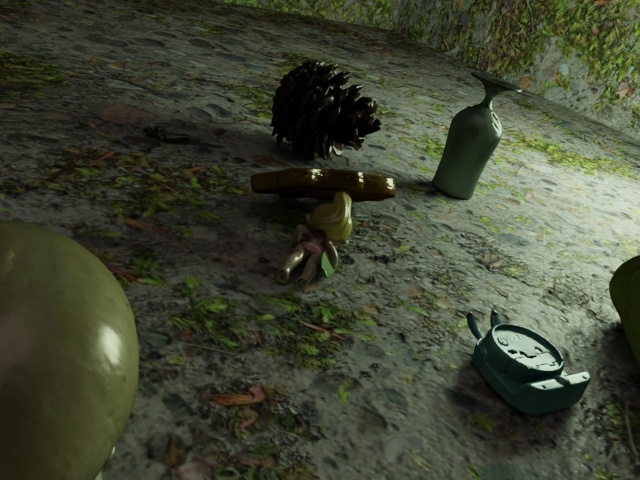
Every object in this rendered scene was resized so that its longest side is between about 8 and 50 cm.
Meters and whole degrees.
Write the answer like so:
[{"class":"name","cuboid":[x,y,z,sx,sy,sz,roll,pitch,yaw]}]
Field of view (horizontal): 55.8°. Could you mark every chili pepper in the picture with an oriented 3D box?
[{"class":"chili pepper","cuboid":[-0.272,-0.185,1.066,0.083,0.022,0.027,10,61,-15]}]

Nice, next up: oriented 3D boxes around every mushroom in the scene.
[{"class":"mushroom","cuboid":[-0.215,0.106,0.373,0.246,0.202,0.246,-24,33,17]}]

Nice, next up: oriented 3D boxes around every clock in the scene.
[{"class":"clock","cuboid":[0.231,0.137,0.714,0.108,0.045,0.147,-1,31,-33]}]

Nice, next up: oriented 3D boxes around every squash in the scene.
[{"class":"squash","cuboid":[0.467,0.134,0.774,0.137,0.137,0.287,19,30,4]}]

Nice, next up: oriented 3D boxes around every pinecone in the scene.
[{"class":"pinecone","cuboid":[0.006,-0.240,1.159,0.204,0.179,0.184,30,-19,-13]}]

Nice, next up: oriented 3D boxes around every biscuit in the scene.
[{"class":"biscuit","cuboid":[0.017,-0.087,0.935,0.248,0.035,0.184,3,-3,-37]}]

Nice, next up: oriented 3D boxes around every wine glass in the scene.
[{"class":"wine glass","cuboid":[0.300,-0.202,1.186,0.103,0.231,0.103,14,25,-6]}]

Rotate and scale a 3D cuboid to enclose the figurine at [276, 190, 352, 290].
[{"class":"figurine","cuboid":[0.000,0.000,0.819,0.083,0.083,0.187,23,37,12]}]
